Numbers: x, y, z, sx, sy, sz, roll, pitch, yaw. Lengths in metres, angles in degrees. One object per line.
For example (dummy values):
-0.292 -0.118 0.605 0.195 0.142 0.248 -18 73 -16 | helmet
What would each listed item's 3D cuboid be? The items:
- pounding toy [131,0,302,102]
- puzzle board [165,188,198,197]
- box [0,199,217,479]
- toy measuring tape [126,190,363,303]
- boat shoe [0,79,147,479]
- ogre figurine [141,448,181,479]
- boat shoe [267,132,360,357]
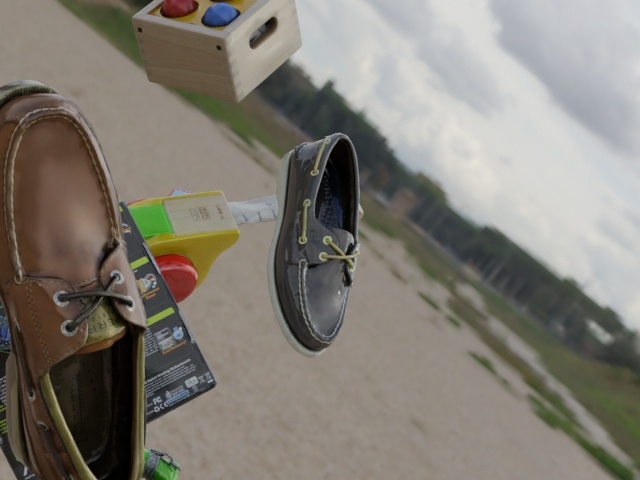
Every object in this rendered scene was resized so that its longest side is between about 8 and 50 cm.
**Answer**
-0.097 -0.219 1.368 0.130 0.141 0.100 17 -45 31 | pounding toy
-0.208 -0.023 1.981 0.096 0.128 0.011 14 -37 42 | puzzle board
-0.213 0.088 1.245 0.184 0.191 0.045 62 -11 0 | box
-0.119 0.006 1.566 0.330 0.121 0.121 -8 24 -22 | toy measuring tape
-0.164 0.043 0.993 0.104 0.111 0.307 29 -48 48 | boat shoe
-0.238 0.277 1.525 0.118 0.197 0.097 40 -26 -5 | ogre figurine
0.000 0.000 1.393 0.081 0.069 0.227 24 53 -38 | boat shoe
